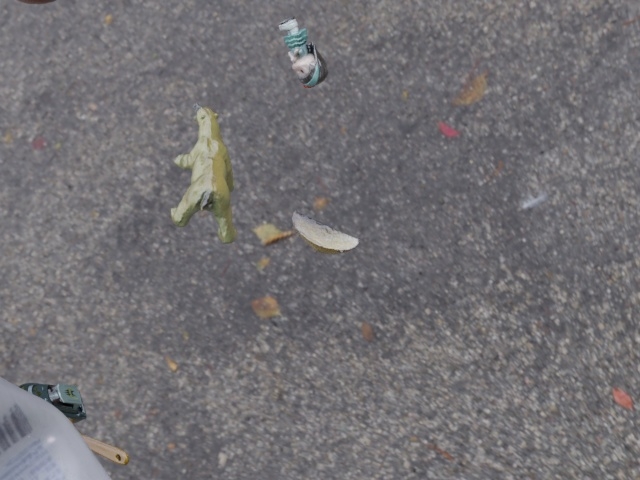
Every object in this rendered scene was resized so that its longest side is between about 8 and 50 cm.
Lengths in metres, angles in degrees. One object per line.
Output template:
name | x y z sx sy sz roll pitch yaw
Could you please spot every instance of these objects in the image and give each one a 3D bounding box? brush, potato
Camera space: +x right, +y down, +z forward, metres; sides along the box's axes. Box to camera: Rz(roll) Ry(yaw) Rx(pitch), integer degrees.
brush | -0.308 0.257 1.070 0.170 0.014 0.043 12 102 32
potato | 0.000 0.001 1.077 0.093 0.036 0.037 24 56 3

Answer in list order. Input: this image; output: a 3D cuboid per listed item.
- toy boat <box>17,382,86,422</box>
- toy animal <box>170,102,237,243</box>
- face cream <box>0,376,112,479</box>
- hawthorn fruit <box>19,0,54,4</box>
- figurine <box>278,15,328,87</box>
toy boat | -0.434 0.256 1.332 0.060 0.141 0.055 -37 58 15
toy animal | -0.174 -0.107 1.283 0.103 0.101 0.219 5 49 -10
face cream | -0.269 0.273 0.718 0.235 0.420 0.137 -41 12 -33
hawthorn fruit | -0.427 -0.493 1.290 0.261 0.224 0.224 -8 63 21
figurine | -0.028 -0.273 1.215 0.047 0.106 0.060 -34 18 -23
